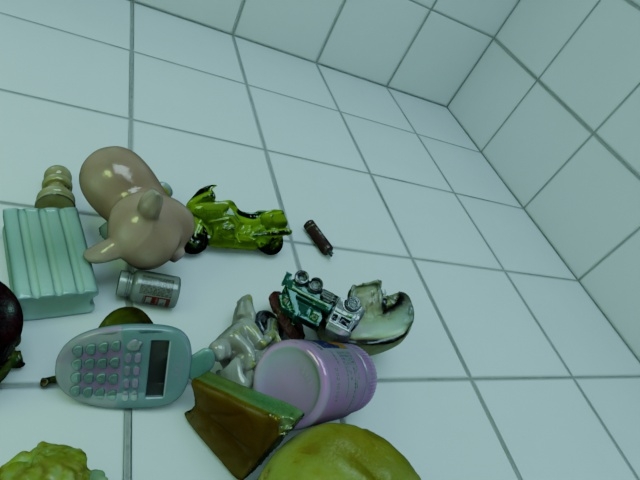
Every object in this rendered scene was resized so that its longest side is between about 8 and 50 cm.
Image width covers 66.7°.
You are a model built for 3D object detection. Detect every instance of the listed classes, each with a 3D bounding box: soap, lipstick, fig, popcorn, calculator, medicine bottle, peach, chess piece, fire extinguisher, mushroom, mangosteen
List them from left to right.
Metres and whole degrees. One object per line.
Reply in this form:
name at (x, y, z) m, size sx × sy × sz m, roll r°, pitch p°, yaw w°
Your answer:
mangosteen at (-0.642, 0.162, 0.880) m, size 0.216 × 0.216 × 0.216 m, roll 19°, pitch 39°, yaw -16°
popcorn at (-0.428, 0.422, 0.728) m, size 0.183 × 0.204 × 0.221 m, roll 20°, pitch 53°, yaw -15°
soap at (-0.618, 0.044, 1.106) m, size 0.159 × 0.087 × 0.265 m, roll -3°, pitch 50°, yaw -38°
chess piece at (-0.682, -0.134, 1.265) m, size 0.094 × 0.094 × 0.170 m, roll 8°, pitch 38°, yaw -28°
fig at (-0.453, 0.235, 1.008) m, size 0.236 × 0.124 × 0.124 m, roll -37°, pitch 72°, yaw -27°
lipstick at (-0.506, -0.084, 1.354) m, size 0.059 × 0.059 × 0.264 m, roll 31°, pitch 38°, yaw -1°
calculator at (-0.365, 0.252, 0.978) m, size 0.299 × 0.185 × 0.041 m, roll 4°, pitch 17°, yaw -22°
medicine bottle at (-0.415, 0.114, 1.176) m, size 0.140 × 0.079 × 0.079 m, roll 14°, pitch 41°, yaw -23°
medicine bottle at (0.000, 0.310, 1.078) m, size 0.178 × 0.178 × 0.290 m, roll 53°, pitch 14°, yaw 26°
fire extinguisher at (0.000, 0.000, 1.627) m, size 0.158 × 0.043 × 0.064 m, roll 55°, pitch 0°, yaw 27°
peach at (0.030, 0.494, 0.887) m, size 0.314 × 0.281 × 0.315 m, roll 20°, pitch 20°, yaw 21°
mushroom at (0.112, 0.232, 1.328) m, size 0.267 × 0.164 × 0.190 m, roll -11°, pitch 57°, yaw -17°

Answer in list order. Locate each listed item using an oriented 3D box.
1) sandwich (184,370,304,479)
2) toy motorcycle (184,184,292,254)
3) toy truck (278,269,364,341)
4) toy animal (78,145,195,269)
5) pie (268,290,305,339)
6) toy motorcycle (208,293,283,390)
sandwich at (-0.171, 0.339, 0.955) m, size 0.212 × 0.245 × 0.063 m, roll 43°, pitch 34°, yaw 14°
toy motorcycle at (-0.259, -0.057, 1.434) m, size 0.342 × 0.142 × 0.206 m, roll 3°, pitch 84°, yaw -33°
toy truck at (-0.008, 0.170, 1.200) m, size 0.216 × 0.110 × 0.116 m, roll 27°, pitch 67°, yaw 8°
toy animal at (-0.449, -0.079, 1.180) m, size 0.326 × 0.237 × 0.269 m, roll 49°, pitch 11°, yaw -12°
pie at (-0.089, 0.200, 1.287) m, size 0.154 × 0.036 × 0.154 m, roll 57°, pitch 3°, yaw -5°
toy motorcycle at (-0.164, 0.267, 1.125) m, size 0.223 × 0.108 × 0.341 m, roll 41°, pitch 26°, yaw -28°
